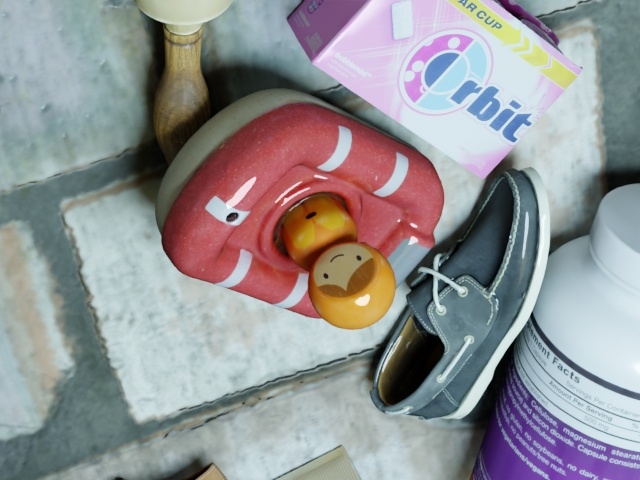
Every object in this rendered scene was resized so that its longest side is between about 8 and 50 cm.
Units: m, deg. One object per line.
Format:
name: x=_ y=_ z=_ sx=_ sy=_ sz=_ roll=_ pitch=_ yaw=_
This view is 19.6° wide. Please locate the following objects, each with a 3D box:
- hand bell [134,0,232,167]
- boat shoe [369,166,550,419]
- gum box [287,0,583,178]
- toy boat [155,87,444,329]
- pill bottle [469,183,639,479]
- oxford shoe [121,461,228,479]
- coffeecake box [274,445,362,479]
hand bell: x=-0.090 y=-0.131 z=1.200 sx=0.126 sy=0.126 sz=0.242 roll=-11 pitch=140 yaw=-14
boat shoe: x=0.108 y=0.045 z=1.409 sx=0.079 sy=0.084 sz=0.233 roll=6 pitch=126 yaw=-26
gum box: x=0.084 y=-0.131 z=1.279 sx=0.188 sy=0.062 sz=0.107 roll=31 pitch=110 yaw=-36
toy boat: x=0.000 y=0.000 z=1.269 sx=0.231 sy=0.151 sz=0.151 roll=21 pitch=116 yaw=-45
pill bottle: x=0.234 y=0.122 z=1.455 sx=0.181 sy=0.181 sz=0.323 roll=0 pitch=125 yaw=-22
oxford shoe: x=-0.167 y=0.231 z=1.465 sx=0.212 sy=0.076 sz=0.076 roll=-21 pitch=100 yaw=-2
coffeecake box: x=-0.005 y=0.280 z=1.554 sx=0.142 sy=0.068 sz=0.185 roll=-27 pitch=131 yaw=-2
